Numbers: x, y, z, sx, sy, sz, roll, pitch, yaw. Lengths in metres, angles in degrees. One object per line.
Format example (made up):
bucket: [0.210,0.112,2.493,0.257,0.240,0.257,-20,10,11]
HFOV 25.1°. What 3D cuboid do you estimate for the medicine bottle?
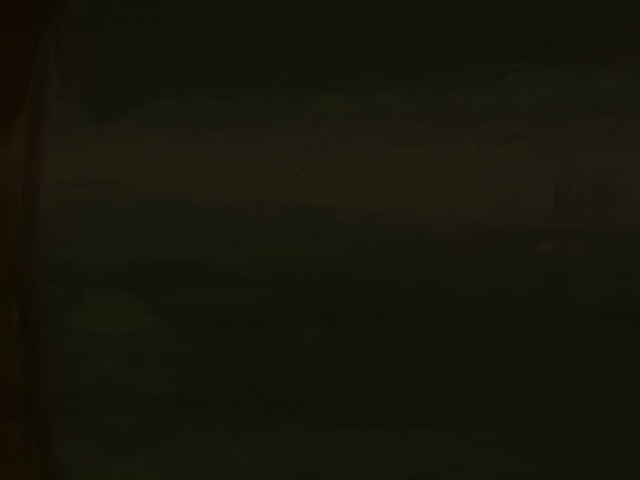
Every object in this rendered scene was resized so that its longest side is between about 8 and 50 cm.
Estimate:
medicine bottle: [0.000,0.000,0.467,0.238,0.232,0.238,1,-90,-81]
